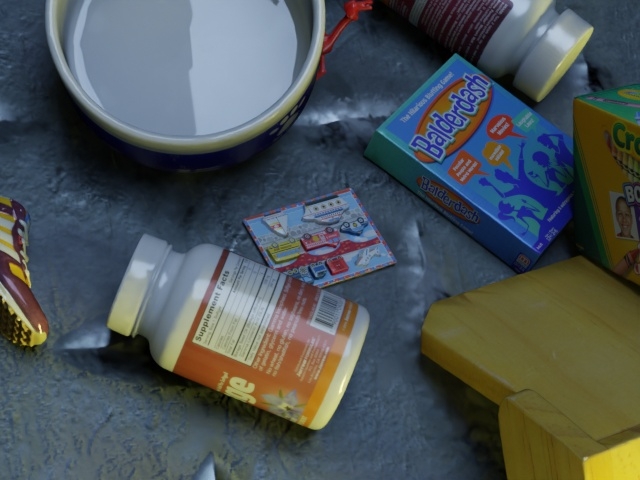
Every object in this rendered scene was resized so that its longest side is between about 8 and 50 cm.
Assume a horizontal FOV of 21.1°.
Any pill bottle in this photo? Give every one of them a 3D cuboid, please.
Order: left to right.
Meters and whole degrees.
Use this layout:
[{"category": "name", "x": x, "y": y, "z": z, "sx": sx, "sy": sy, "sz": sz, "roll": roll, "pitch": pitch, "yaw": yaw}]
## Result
[{"category": "pill bottle", "x": -0.075, "y": 0.076, "z": 1.530, "sx": 0.216, "sy": 0.121, "sz": 0.121, "roll": 23, "pitch": 52, "yaw": -2}, {"category": "pill bottle", "x": 0.175, "y": -0.253, "z": 1.851, "sx": 0.221, "sy": 0.121, "sz": 0.121, "roll": 38, "pitch": 52, "yaw": 8}]

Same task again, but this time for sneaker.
[{"category": "sneaker", "x": -0.283, "y": 0.009, "z": 1.537, "sx": 0.084, "sy": 0.069, "sz": 0.185, "roll": -31, "pitch": 71, "yaw": -28}]

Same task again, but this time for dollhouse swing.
[{"category": "dollhouse swing", "x": 0.296, "y": 0.200, "z": 1.611, "sx": 0.347, "sy": 0.305, "sz": 0.315, "roll": -17, "pitch": 104, "yaw": -29}]

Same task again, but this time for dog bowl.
[{"category": "dog bowl", "x": -0.128, "y": -0.202, "z": 1.658, "sx": 0.265, "sy": 0.104, "sz": 0.264, "roll": 0, "pitch": 76, "yaw": -2}]

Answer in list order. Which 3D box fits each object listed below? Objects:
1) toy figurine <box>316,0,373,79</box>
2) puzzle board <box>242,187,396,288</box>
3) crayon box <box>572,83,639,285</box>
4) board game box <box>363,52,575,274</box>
[{"category": "toy figurine", "x": -0.083, "y": -0.338, "z": 1.846, "sx": 0.363, "sy": 0.191, "sz": 0.217, "roll": 25, "pitch": 21, "yaw": 8}, {"category": "puzzle board", "x": 0.000, "y": 0.000, "z": 1.680, "sx": 0.128, "sy": 0.011, "sz": 0.096, "roll": -17, "pitch": 63, "yaw": -29}, {"category": "crayon box", "x": 0.345, "y": -0.033, "z": 1.615, "sx": 0.081, "sy": 0.165, "sz": 0.278, "roll": -13, "pitch": 23, "yaw": -22}, {"category": "board game box", "x": 0.175, "y": -0.081, "z": 1.775, "sx": 0.210, "sy": 0.047, "sz": 0.160, "roll": 37, "pitch": 53, "yaw": 9}]
